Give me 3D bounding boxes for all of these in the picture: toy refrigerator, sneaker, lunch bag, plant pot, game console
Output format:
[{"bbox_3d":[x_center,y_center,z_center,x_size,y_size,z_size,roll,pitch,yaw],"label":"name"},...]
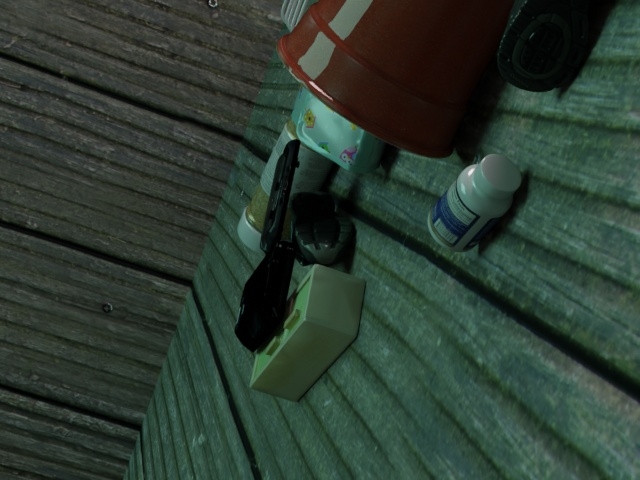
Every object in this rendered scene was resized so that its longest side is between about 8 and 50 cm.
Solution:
[{"bbox_3d":[-0.028,0.149,1.805,0.269,0.094,0.102,128,158,-54],"label":"toy refrigerator"},{"bbox_3d":[0.000,0.000,1.963,0.267,0.101,0.106,-103,14,-69],"label":"sneaker"},{"bbox_3d":[0.264,-0.300,1.199,0.130,0.109,0.286,-79,15,-56],"label":"sneaker"},{"bbox_3d":[0.058,-0.249,1.867,0.262,0.160,0.223,-110,37,-64],"label":"lunch bag"},{"bbox_3d":[0.125,-0.290,1.461,0.265,0.272,0.272,-57,17,23],"label":"plant pot"},{"bbox_3d":[-0.072,-0.004,1.905,0.213,0.044,0.361,131,152,-64],"label":"game console"}]

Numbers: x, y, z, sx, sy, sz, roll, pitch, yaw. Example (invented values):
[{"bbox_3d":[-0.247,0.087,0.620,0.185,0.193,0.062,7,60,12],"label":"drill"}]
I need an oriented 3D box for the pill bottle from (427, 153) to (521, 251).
[{"bbox_3d":[0.173,-0.043,1.284,0.120,0.067,0.067,125,159,-52],"label":"pill bottle"}]

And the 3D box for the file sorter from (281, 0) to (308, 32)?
[{"bbox_3d":[0.038,-0.458,2.228,0.277,0.173,0.193,-112,42,-71],"label":"file sorter"}]

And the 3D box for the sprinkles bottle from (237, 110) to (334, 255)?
[{"bbox_3d":[-0.046,-0.132,2.231,0.121,0.121,0.355,-88,22,-53],"label":"sprinkles bottle"}]
